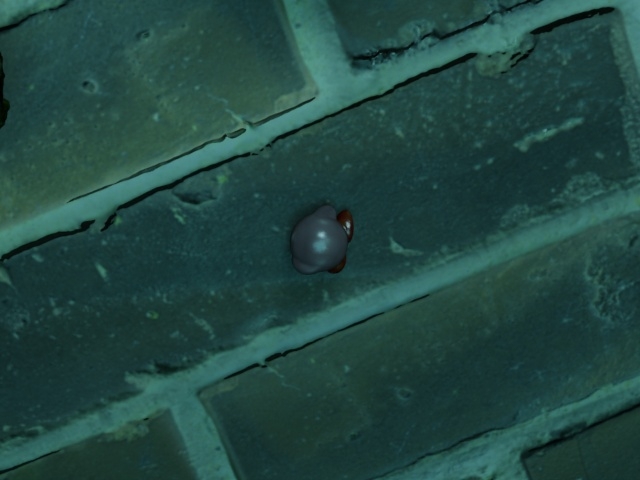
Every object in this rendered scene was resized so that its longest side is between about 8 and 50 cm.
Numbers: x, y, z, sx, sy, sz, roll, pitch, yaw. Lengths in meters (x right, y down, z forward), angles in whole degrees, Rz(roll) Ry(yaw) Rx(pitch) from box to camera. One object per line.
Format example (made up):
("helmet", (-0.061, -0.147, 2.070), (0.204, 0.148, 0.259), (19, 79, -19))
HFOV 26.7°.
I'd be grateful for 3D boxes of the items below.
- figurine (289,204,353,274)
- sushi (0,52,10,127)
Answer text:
("figurine", (0.000, 0.000, 1.561), (0.071, 0.067, 0.083), (7, 94, -30))
("sushi", (-0.489, -0.185, 1.377), (0.294, 0.178, 0.352), (-36, 111, 5))
